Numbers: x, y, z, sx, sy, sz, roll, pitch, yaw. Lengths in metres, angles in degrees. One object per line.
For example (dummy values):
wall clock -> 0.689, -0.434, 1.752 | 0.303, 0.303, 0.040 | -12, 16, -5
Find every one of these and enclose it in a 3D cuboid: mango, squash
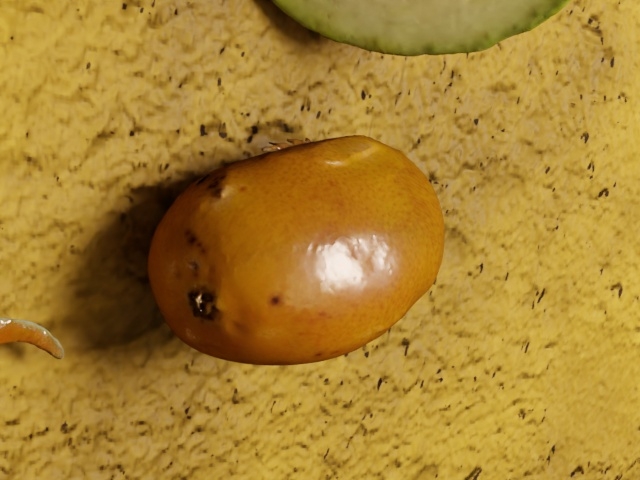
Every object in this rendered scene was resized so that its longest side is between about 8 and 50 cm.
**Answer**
mango -> -0.001, -0.002, 0.577 | 0.159, 0.105, 0.084 | -33, 143, -33
squash -> 0.081, -0.200, 0.632 | 0.252, 0.169, 0.093 | -74, 148, -42

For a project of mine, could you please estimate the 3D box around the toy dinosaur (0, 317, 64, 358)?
toy dinosaur -> -0.196, 0.046, 0.458 | 0.142, 0.057, 0.212 | -47, 130, -3
